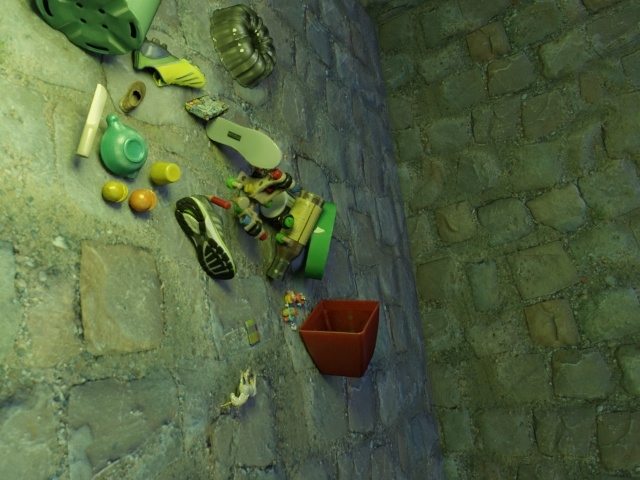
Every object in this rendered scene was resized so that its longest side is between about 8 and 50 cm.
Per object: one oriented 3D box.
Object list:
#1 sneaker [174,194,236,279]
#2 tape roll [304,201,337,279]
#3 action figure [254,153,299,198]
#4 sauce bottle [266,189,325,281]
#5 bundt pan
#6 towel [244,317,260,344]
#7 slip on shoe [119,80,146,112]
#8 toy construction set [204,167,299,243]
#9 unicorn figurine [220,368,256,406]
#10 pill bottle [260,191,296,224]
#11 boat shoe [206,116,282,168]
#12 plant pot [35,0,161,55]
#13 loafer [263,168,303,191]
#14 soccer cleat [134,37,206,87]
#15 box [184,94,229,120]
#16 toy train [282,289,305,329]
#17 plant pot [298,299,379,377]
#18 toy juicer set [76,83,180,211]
[{"bbox_3d":[-0.334,-0.015,1.544,0.121,0.111,0.300,-57,130,-61],"label":"sneaker"},{"bbox_3d":[0.000,0.000,2.022,0.321,0.077,0.321,-168,-90,-89],"label":"tape roll"},{"bbox_3d":[-0.148,-0.253,1.993,0.280,0.139,0.091,30,51,-52],"label":"action figure"},{"bbox_3d":[-0.100,-0.017,1.842,0.111,0.111,0.344,32,84,-55],"label":"sauce bottle"},{"bbox_3d":[-0.290,-0.793,1.988,0.331,0.124,0.331,39,43,-50],"label":"bundt pan"},{"bbox_3d":[-0.232,0.311,1.686,0.060,0.009,0.083,-13,88,-63],"label":"towel"},{"bbox_3d":[-0.531,-0.419,1.423,0.051,0.041,0.135,57,32,-33],"label":"slip on shoe"},{"bbox_3d":[-0.258,-0.146,1.714,0.309,0.237,0.257,6,102,-45],"label":"toy construction set"},{"bbox_3d":[-0.236,0.463,1.545,0.162,0.060,0.111,31,50,-54],"label":"unicorn figurine"},{"bbox_3d":[-0.121,-0.107,1.971,0.246,0.130,0.130,33,49,-53],"label":"pill bottle"},{"bbox_3d":[-0.249,-0.332,1.703,0.105,0.306,0.113,-9,120,-68],"label":"boat shoe"},{"bbox_3d":[-0.538,-0.687,1.259,0.341,0.341,0.334,35,55,-52],"label":"plant pot"},{"bbox_3d":[-0.141,-0.233,1.900,0.170,0.062,0.061,20,91,-21],"label":"loafer"},{"bbox_3d":[-0.477,-0.535,1.566,0.289,0.093,0.121,14,95,-65],"label":"soccer cleat"},{"bbox_3d":[-0.384,-0.452,1.681,0.094,0.027,0.137,28,33,5],"label":"box"},{"bbox_3d":[-0.094,0.260,1.938,0.125,0.046,0.166,51,35,-40],"label":"toy train"},{"bbox_3d":[0.097,0.409,2.032,0.267,0.267,0.236,-46,130,-59],"label":"plant pot"},{"bbox_3d":[-0.531,-0.210,1.293,0.329,0.089,0.209,53,53,-44],"label":"toy juicer set"}]
